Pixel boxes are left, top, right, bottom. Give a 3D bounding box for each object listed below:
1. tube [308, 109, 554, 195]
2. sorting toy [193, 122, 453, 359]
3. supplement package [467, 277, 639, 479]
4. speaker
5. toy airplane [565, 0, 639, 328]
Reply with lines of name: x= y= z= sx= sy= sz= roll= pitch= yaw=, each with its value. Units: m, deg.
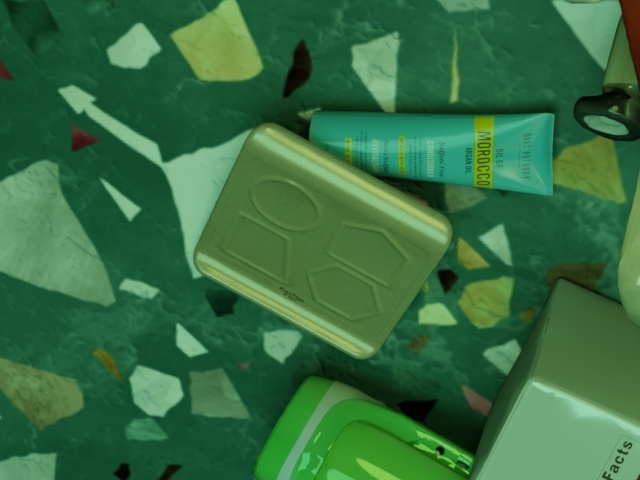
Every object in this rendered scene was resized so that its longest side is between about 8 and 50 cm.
tube: x=0.095 y=-0.079 z=1.652 sx=0.207 sy=0.052 sz=0.080 roll=3 pitch=129 yaw=9
sorting toy: x=0.000 y=0.000 z=1.700 sx=0.193 sy=0.038 sz=0.208 roll=29 pitch=140 yaw=-1
supplement package: x=0.291 y=0.195 z=1.664 sx=0.293 sy=0.177 sz=0.175 roll=25 pitch=122 yaw=2
speaker: x=0.092 y=0.240 z=1.763 sx=0.297 sy=0.131 sz=0.131 roll=30 pitch=122 yaw=6
toy airplane: x=0.303 y=-0.173 z=1.344 sx=0.272 sy=0.384 sz=0.386 roll=15 pitch=119 yaw=19
